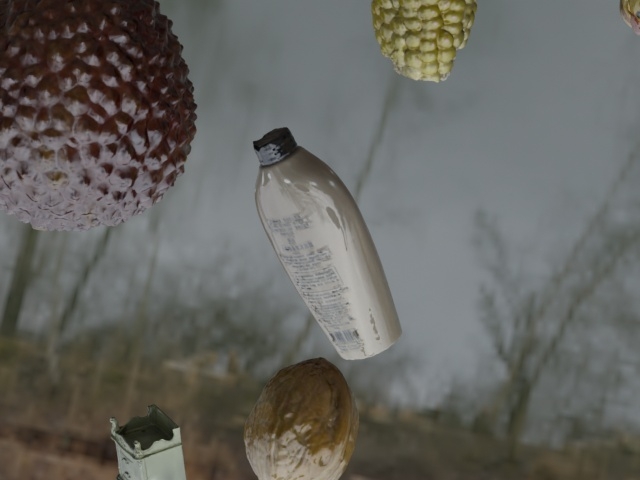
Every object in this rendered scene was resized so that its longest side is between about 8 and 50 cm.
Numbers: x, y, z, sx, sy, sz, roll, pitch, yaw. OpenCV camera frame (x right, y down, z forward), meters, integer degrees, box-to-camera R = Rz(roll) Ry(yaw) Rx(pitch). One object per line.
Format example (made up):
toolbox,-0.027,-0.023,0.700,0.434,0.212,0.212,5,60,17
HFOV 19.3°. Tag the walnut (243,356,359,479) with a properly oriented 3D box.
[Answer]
walnut,-0.015,0.161,1.627,0.105,0.124,0.105,17,166,4

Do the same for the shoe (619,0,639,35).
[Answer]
shoe,0.360,-0.277,2.018,0.072,0.109,0.069,50,151,-7

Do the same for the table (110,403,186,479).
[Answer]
table,-0.202,0.249,2.193,0.062,0.083,0.079,-17,-154,-26

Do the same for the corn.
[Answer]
corn,0.104,-0.330,1.836,0.130,0.347,0.130,1,-168,0

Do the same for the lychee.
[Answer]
lychee,-0.264,-0.145,1.971,0.276,0.304,0.276,17,-157,-8

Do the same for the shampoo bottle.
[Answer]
shampoo bottle,0.000,0.000,1.971,0.127,0.078,0.257,-4,119,48
